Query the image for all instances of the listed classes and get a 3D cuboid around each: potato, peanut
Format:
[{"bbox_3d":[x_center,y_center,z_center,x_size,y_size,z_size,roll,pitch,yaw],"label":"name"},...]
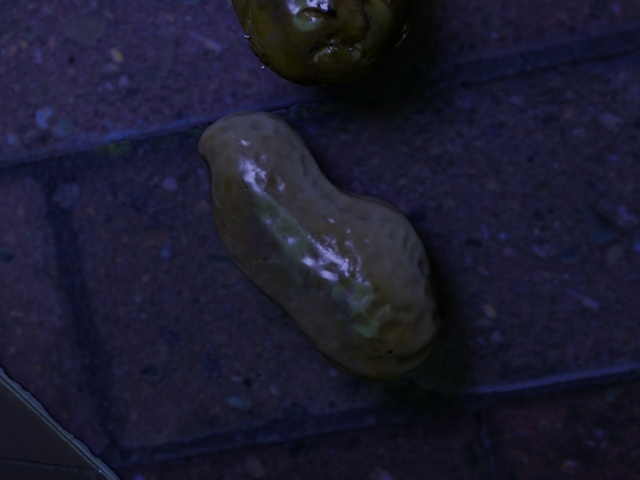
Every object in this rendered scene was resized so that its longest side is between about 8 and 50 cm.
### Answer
[{"bbox_3d":[0.000,-0.194,1.172,0.137,0.137,0.176,5,80,8],"label":"potato"},{"bbox_3d":[0.000,0.000,1.219,0.236,0.110,0.120,51,125,4],"label":"peanut"}]

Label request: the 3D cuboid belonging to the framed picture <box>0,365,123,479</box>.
[{"bbox_3d":[-0.289,0.194,1.291,0.265,0.018,0.192,44,69,-1],"label":"framed picture"}]
